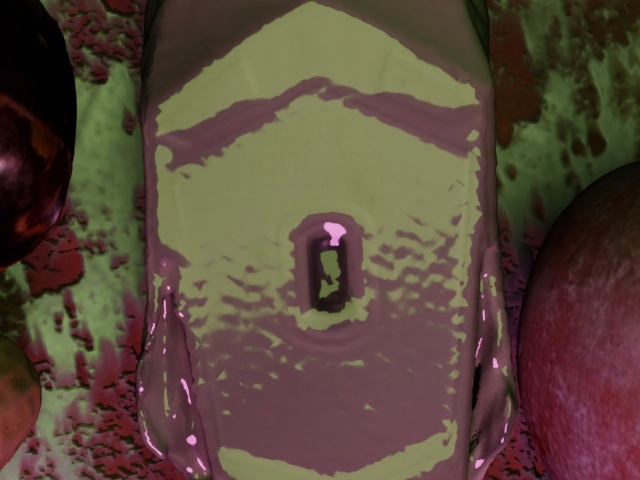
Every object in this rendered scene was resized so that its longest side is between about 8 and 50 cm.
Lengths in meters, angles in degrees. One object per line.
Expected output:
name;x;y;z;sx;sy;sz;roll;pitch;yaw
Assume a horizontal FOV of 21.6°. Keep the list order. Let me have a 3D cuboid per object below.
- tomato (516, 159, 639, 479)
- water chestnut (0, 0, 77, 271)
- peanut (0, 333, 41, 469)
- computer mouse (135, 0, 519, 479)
tomato;0.273;0.071;1.002;0.316;0.317;0.283;6;98;-9
water chestnut;-0.288;-0.050;0.923;0.300;0.300;0.300;0;89;-9
peanut;-0.265;0.144;1.013;0.228;0.104;0.086;-41;94;-6
computer mouse;0.000;-0.003;1.032;0.228;0.145;0.429;-2;98;-2
